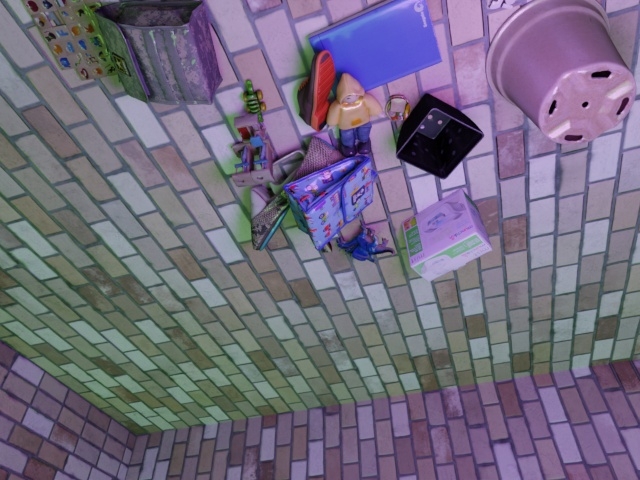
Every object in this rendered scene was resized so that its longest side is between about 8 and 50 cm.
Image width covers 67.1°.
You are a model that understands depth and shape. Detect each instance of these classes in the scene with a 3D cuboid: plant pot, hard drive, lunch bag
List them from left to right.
[{"bbox_3d":[-0.438,-0.497,1.288,0.287,0.168,0.235,3,139,7],"label":"lunch bag"},{"bbox_3d":[0.056,-0.143,1.543,0.293,0.138,0.221,-34,148,-11],"label":"lunch bag"},{"bbox_3d":[0.155,-0.533,1.339,0.319,0.040,0.210,-17,132,17],"label":"hard drive"},{"bbox_3d":[0.346,-0.330,1.456,0.188,0.166,0.187,21,132,-19],"label":"plant pot"},{"bbox_3d":[0.639,-0.426,1.263,0.334,0.305,0.333,0,135,0],"label":"plant pot"}]

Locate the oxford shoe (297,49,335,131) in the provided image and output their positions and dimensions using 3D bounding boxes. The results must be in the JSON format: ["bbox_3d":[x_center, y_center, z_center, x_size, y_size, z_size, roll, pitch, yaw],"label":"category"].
[{"bbox_3d":[-0.025,-0.430,1.377,0.098,0.097,0.271,32,149,14],"label":"oxford shoe"}]

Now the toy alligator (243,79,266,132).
[{"bbox_3d":[-0.195,-0.393,1.469,0.056,0.051,0.189,-6,135,7],"label":"toy alligator"}]

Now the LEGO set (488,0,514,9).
[{"bbox_3d":[0.473,-0.607,1.065,0.093,0.087,0.227,10,136,-8],"label":"LEGO set"}]

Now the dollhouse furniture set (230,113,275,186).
[{"bbox_3d":[-0.230,-0.275,1.500,0.129,0.129,0.183,-8,153,8],"label":"dollhouse furniture set"}]

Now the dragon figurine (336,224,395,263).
[{"bbox_3d":[0.176,0.038,1.803,0.085,0.289,0.144,15,107,-42],"label":"dragon figurine"}]

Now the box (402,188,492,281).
[{"bbox_3d":[0.447,-0.014,1.729,0.262,0.231,0.127,-31,128,28],"label":"box"}]

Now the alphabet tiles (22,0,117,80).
[{"bbox_3d":[-0.663,-0.560,1.330,0.199,0.009,0.237,-7,135,7],"label":"alphabet tiles"}]

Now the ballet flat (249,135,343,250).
[{"bbox_3d":[-0.129,-0.170,1.648,0.182,0.164,0.483,42,119,-8],"label":"ballet flat"}]

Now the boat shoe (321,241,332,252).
[{"bbox_3d":[0.000,0.000,1.864,0.049,0.056,0.152,-20,132,12],"label":"boat shoe"}]

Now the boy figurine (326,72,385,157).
[{"bbox_3d":[0.105,-0.371,1.425,0.178,0.092,0.285,-8,152,1],"label":"boy figurine"}]

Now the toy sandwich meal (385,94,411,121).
[{"bbox_3d":[0.238,-0.400,1.469,0.086,0.029,0.085,6,124,9],"label":"toy sandwich meal"}]
